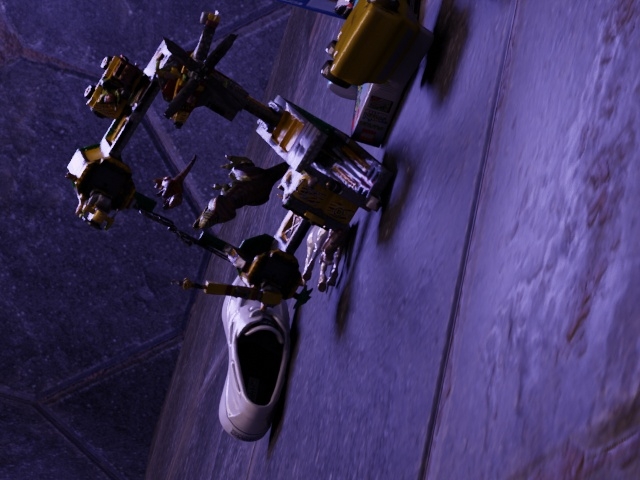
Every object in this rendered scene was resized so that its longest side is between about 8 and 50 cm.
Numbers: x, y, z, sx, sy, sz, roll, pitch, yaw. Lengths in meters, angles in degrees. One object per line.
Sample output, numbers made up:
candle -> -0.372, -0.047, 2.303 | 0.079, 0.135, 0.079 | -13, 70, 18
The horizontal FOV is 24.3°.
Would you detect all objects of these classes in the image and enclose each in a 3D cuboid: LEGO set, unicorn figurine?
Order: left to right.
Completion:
LEGO set -> -0.089, -0.058, 1.535 | 0.255, 0.331, 0.192 | -51, 24, 4
unicorn figurine -> 0.000, 0.000, 1.725 | 0.162, 0.060, 0.111 | -7, 68, 61

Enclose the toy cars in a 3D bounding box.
toy cars -> 0.095, -0.234, 1.421 | 0.176, 0.087, 0.393 | -64, 8, -22

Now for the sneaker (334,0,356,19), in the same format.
sneaker -> 0.067, -0.343, 2.041 | 0.075, 0.057, 0.161 | -59, 4, -9

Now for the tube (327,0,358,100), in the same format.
tube -> 0.062, -0.284, 1.912 | 0.080, 0.052, 0.207 | 3, 71, 49

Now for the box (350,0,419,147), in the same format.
box -> 0.076, -0.213, 1.693 | 0.207, 0.036, 0.114 | -81, 11, -48

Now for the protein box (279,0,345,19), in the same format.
protein box -> -0.020, -0.441, 2.283 | 0.201, 0.199, 0.136 | 178, 106, -82

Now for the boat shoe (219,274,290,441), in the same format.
boat shoe -> -0.073, 0.128, 1.887 | 0.084, 0.095, 0.258 | 121, 155, -47
